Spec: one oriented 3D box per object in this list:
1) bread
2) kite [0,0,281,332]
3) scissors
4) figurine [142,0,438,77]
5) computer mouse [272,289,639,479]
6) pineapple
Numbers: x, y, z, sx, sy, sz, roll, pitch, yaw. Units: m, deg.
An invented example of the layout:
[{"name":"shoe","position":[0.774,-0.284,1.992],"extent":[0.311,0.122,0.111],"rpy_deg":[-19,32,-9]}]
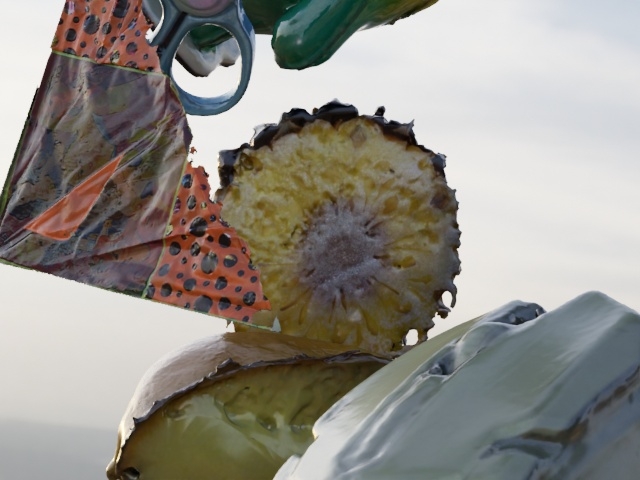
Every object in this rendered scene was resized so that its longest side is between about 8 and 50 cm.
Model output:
[{"name":"bread","position":[-0.064,0.167,1.566],"extent":[0.262,0.204,0.162],"rpy_deg":[-10,27,-28]},{"name":"kite","position":[-0.097,-0.026,0.769],"extent":[0.125,0.222,0.008],"rpy_deg":[-34,-29,22]},{"name":"scissors","position":[-0.061,-0.188,1.186],"extent":[0.125,0.030,0.256],"rpy_deg":[27,-54,-12]},{"name":"figurine","position":[0.007,-0.294,1.640],"extent":[0.340,0.324,0.231],"rpy_deg":[-25,-38,23]},{"name":"computer mouse","position":[0.071,0.173,1.211],"extent":[0.228,0.429,0.145],"rpy_deg":[-6,-51,41]},{"name":"pineapple","position":[0.000,0.000,1.814],"extent":[0.262,0.263,0.271],"rpy_deg":[7,-2,-5]}]
